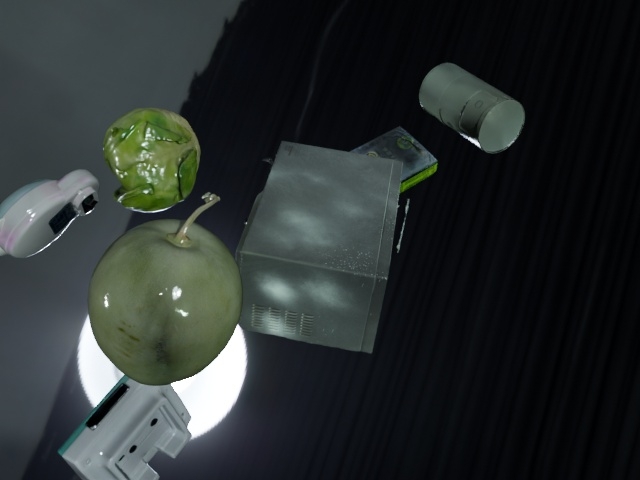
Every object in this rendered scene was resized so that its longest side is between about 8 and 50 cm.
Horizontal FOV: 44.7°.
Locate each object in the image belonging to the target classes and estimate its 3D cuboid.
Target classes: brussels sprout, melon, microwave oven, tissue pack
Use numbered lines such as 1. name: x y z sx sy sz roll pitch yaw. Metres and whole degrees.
1. brussels sprout: -0.446 -0.219 2.057 0.227 0.294 0.259 -6 120 46
2. melon: -0.257 0.104 1.303 0.271 0.272 0.308 15 138 22
3. microwave oven: 0.000 0.000 1.784 0.374 0.432 0.236 11 130 3
4. tissue pack: 0.172 -0.199 2.106 0.173 0.235 0.073 51 160 30

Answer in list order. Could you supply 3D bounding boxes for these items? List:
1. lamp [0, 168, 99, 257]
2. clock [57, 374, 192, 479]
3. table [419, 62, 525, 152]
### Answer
1. lamp: -0.565 -0.066 1.579 0.108 0.246 0.179 49 161 4
2. clock: -0.398 0.418 1.666 0.116 0.262 0.231 23 148 26
3. table: 0.329 -0.294 1.708 0.126 0.126 0.220 29 -168 -43
